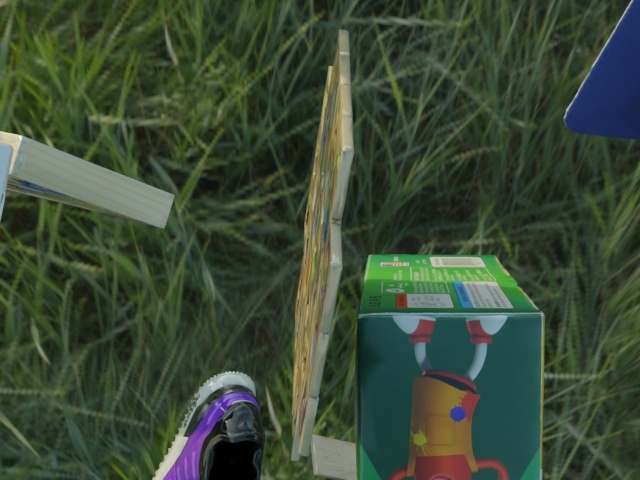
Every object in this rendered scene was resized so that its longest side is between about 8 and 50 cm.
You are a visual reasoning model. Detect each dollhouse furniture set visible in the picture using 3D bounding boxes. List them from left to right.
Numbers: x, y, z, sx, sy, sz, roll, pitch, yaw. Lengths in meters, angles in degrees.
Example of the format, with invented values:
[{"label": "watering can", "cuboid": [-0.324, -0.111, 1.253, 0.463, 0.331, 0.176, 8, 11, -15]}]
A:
[{"label": "dollhouse furniture set", "cuboid": [0.008, 0.363, 1.552, 0.123, 0.151, 0.144, 18, 45, -29]}]

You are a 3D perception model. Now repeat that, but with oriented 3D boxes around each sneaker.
[{"label": "sneaker", "cuboid": [-0.146, 0.330, 1.569, 0.102, 0.293, 0.146, 6, 30, -27]}]

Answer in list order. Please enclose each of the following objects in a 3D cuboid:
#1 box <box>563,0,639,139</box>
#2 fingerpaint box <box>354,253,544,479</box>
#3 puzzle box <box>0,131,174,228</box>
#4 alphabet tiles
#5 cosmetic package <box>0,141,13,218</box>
[{"label": "box", "cuboid": [0.193, -0.038, 0.317, 0.225, 0.136, 0.036, 8, 62, -5]}, {"label": "fingerpaint box", "cuboid": [0.114, 0.219, 1.176, 0.163, 0.445, 0.371, 0, 96, 4]}, {"label": "puzzle box", "cuboid": [-0.433, -0.104, 1.607, 0.409, 0.272, 0.052, 13, 85, 38]}, {"label": "alphabet tiles", "cuboid": [0.000, 0.000, 0.971, 0.011, 0.285, 0.342, 7, 31, -4]}, {"label": "cosmetic package", "cuboid": [-0.366, -0.040, 0.905, 0.231, 0.085, 0.117, 17, 65, -24]}]
